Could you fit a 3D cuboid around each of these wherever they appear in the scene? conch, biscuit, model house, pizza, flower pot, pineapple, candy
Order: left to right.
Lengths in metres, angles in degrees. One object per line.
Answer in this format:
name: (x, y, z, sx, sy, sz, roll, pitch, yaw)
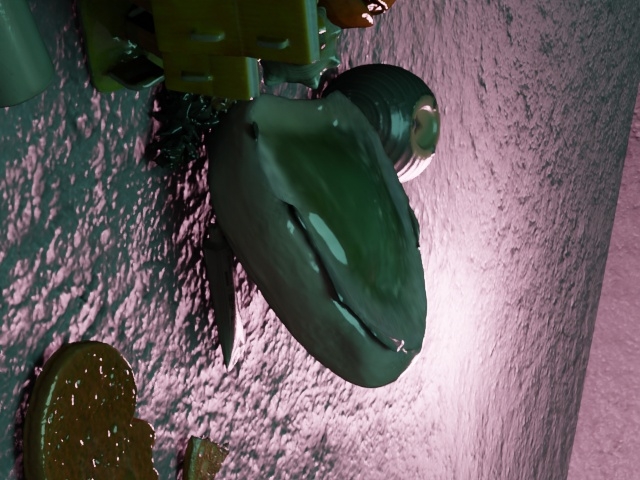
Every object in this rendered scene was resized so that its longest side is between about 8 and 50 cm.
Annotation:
biscuit: (-0.262, 0.242, 1.710, 0.289, 0.044, 0.202, 69, 36, -46)
model house: (-0.152, -0.248, 1.528, 0.340, 0.323, 0.300, -26, 128, -29)
pizza: (-0.164, 0.308, 1.957, 0.100, 0.029, 0.099, 29, 76, -60)
pineapple: (-0.152, -0.175, 1.818, 0.198, 0.108, 0.108, -67, 151, -13)
conch: (-0.052, -0.270, 1.976, 0.114, 0.234, 0.137, -38, 116, -17)
candy: (0.000, 0.000, 1.963, 0.427, 0.186, 0.386, 61, 25, -1)
flower pot: (0.091, -0.176, 2.257, 0.243, 0.157, 0.189, -9, 101, -66)

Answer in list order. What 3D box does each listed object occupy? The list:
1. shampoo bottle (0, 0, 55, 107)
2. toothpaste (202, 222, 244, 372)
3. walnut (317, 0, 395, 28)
shampoo bottle: (-0.337, -0.255, 1.412, 0.085, 0.085, 0.262, -60, 145, -42)
toothpaste: (-0.128, 0.073, 1.977, 0.064, 0.041, 0.218, -58, 147, -54)
walnut: (0.003, -0.423, 1.975, 0.336, 0.209, 0.209, 55, 46, -53)
